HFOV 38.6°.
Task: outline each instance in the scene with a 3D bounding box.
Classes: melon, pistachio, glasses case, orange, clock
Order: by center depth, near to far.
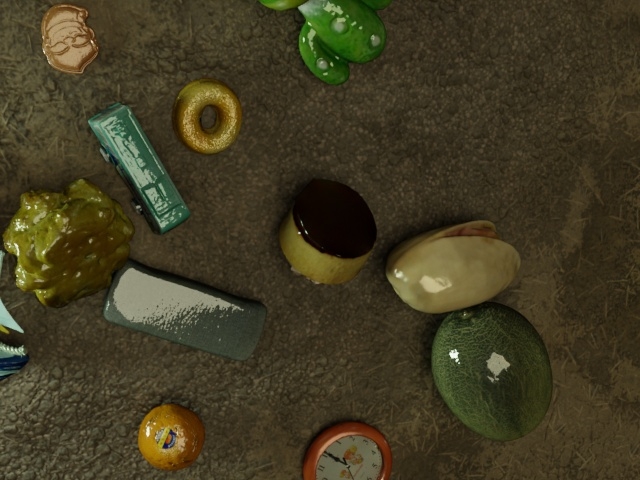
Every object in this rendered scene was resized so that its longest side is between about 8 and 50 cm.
[{"bbox_3d":[-0.270,0.142,1.829,0.323,0.074,0.131,20,94,-20],"label":"glasses case"},{"bbox_3d":[-0.300,0.397,1.844,0.135,0.117,0.136,0,76,1],"label":"orange"},{"bbox_3d":[0.274,0.051,1.930,0.299,0.187,0.188,-16,104,-22],"label":"pistachio"},{"bbox_3d":[0.373,0.283,1.976,0.248,0.248,0.329,-31,115,-10],"label":"melon"},{"bbox_3d":[0.060,0.496,2.012,0.205,0.051,0.205,-3,102,-17],"label":"clock"}]

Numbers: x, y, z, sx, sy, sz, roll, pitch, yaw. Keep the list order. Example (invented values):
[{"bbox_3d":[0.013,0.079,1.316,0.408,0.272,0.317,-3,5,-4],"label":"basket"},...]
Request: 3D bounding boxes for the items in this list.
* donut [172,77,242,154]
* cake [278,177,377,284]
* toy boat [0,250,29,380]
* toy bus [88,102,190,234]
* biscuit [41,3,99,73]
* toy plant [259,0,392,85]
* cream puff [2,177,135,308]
[{"bbox_3d":[-0.218,-0.241,1.788,0.151,0.058,0.152,-4,103,-17],"label":"donut"},{"bbox_3d":[0.000,0.000,1.858,0.185,0.178,0.208,-13,70,-36],"label":"cake"},{"bbox_3d":[-0.626,0.125,1.656,0.220,0.067,0.291,17,120,-1],"label":"toy boat"},{"bbox_3d":[-0.342,-0.132,1.743,0.091,0.109,0.262,-35,109,-16],"label":"toy bus"},{"bbox_3d":[-0.468,-0.375,1.702,0.102,0.019,0.131,-11,104,-15],"label":"biscuit"},{"bbox_3d":[0.011,-0.466,1.783,0.224,0.184,0.316,-46,126,0],"label":"toy plant"},{"bbox_3d":[-0.462,0.003,1.676,0.244,0.244,0.196,-30,76,-11],"label":"cream puff"}]
